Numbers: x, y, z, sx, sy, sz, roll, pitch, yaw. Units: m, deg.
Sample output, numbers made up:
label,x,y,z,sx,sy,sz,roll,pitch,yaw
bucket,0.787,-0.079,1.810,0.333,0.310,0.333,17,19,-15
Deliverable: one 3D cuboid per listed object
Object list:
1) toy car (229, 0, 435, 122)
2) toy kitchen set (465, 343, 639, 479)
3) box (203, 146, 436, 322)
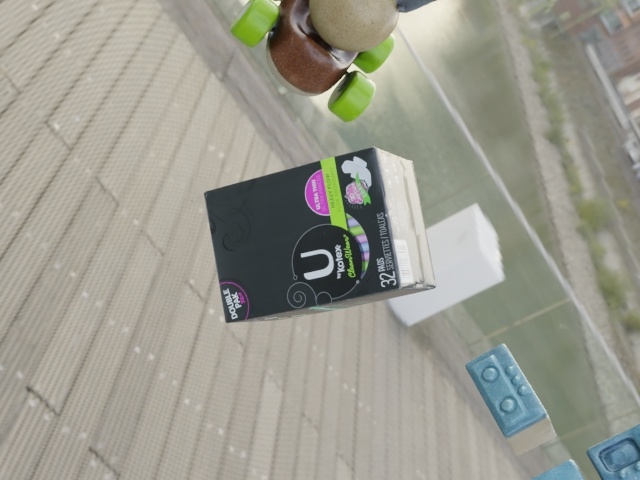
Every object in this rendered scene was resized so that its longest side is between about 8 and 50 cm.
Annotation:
label,x,y,z,sx,sy,sz,roll,pitch,yaw
toy car,0.033,-0.234,0.910,0.155,0.188,0.149,35,53,-19
toy kitchen set,0.245,0.119,0.777,0.122,0.207,0.166,59,4,-47
box,0.000,0.000,0.414,0.052,0.083,0.062,6,73,-65
